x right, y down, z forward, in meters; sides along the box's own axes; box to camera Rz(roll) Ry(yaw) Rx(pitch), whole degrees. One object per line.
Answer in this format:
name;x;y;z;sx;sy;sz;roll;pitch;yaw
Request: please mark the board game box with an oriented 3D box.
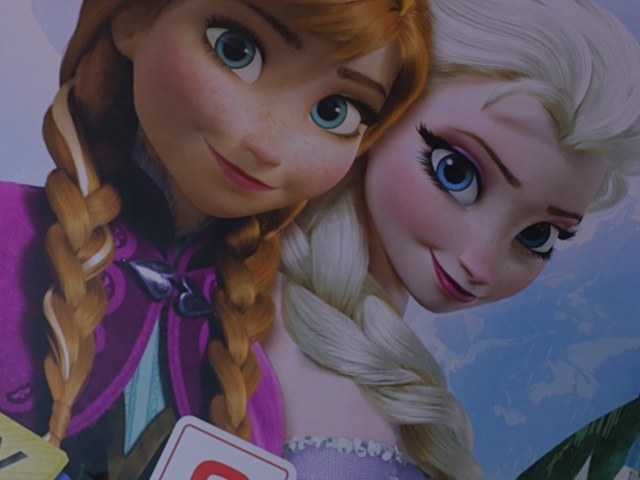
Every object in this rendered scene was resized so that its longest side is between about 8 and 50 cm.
board game box;0.000;0.000;0.400;0.319;0.066;0.318;26;73;-6
